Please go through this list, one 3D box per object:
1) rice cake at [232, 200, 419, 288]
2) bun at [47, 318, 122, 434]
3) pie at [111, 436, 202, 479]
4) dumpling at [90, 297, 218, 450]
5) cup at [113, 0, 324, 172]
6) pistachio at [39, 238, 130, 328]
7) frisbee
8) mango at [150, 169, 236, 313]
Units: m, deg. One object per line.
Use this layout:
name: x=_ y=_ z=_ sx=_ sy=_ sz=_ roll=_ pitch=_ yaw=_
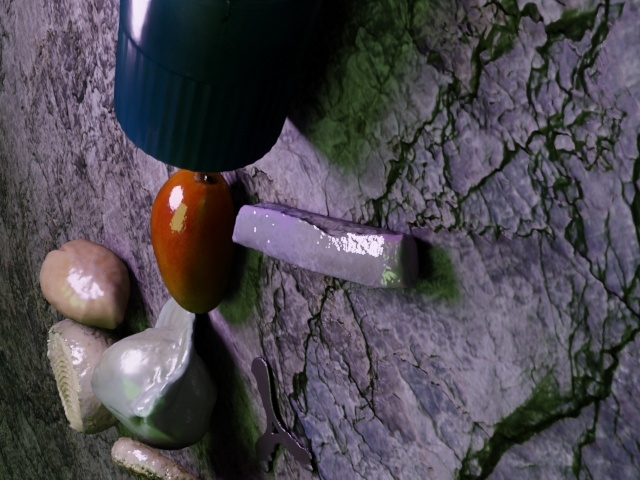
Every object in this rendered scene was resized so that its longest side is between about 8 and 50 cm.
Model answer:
rice cake: x=0.001 y=0.000 z=1.335 sx=0.399 sy=0.064 sz=0.070 roll=15 pitch=106 yaw=57
bun: x=-0.471 y=0.274 z=2.184 sx=0.259 sy=0.152 sz=0.259 roll=35 pitch=131 yaw=55
pie: x=-0.240 y=0.416 z=1.788 sx=0.274 sy=0.055 sz=0.274 roll=25 pitch=162 yaw=9
dumpling: x=-0.291 y=0.238 z=1.800 sx=0.321 sy=0.212 sz=0.269 roll=10 pitch=108 yaw=47
cup: x=-0.144 y=-0.277 z=1.289 sx=0.308 sy=0.242 sz=0.292 roll=55 pitch=147 yaw=28
pistachio: x=-0.472 y=0.088 z=2.100 sx=0.293 sy=0.162 sz=0.181 roll=16 pitch=141 yaw=57
frisbee: x=-0.060 y=0.306 z=1.628 sx=0.187 sy=0.012 sz=0.211 roll=37 pitch=133 yaw=47
mango: x=-0.194 y=0.011 z=1.622 sx=0.146 sy=0.129 sz=0.289 roll=42 pitch=145 yaw=42
